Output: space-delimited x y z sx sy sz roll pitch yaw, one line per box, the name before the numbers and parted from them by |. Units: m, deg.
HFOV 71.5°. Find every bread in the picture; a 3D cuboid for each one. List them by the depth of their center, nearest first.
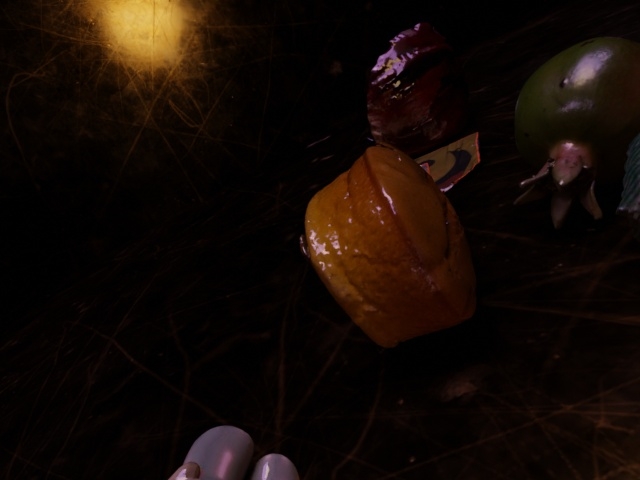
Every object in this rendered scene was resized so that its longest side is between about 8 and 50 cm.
bread | 0.082 -0.005 0.498 0.142 0.195 0.270 -34 14 15

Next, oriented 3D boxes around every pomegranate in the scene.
pomegranate | 0.316 -0.125 0.532 0.181 0.181 0.224 -1 54 53

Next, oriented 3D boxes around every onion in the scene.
onion | 0.250 -0.350 1.055 0.314 0.280 0.146 -34 34 -13

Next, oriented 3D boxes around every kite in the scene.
kite | 0.185 -0.129 0.936 0.377 0.013 0.327 -36 20 -12

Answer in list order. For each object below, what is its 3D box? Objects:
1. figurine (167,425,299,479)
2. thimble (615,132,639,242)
figurine | -0.038 0.232 0.175 0.205 0.224 0.382 -51 -5 1
thimble | 0.327 -0.046 0.375 0.135 0.118 0.090 -55 23 -21
